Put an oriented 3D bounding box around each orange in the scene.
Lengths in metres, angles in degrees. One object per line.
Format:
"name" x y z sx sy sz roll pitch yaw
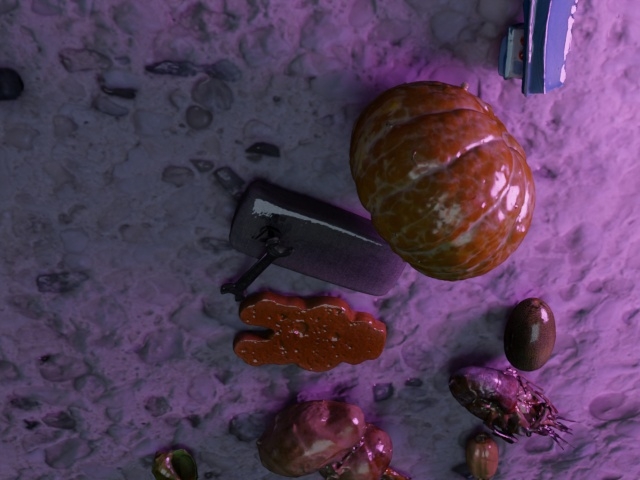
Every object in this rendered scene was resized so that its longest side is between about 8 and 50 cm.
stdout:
"orange" 0.190 -0.098 1.336 0.249 0.329 0.329 -39 117 17

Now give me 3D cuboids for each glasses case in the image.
"glasses case" 0.000 0.000 1.532 0.323 0.074 0.131 19 118 -15

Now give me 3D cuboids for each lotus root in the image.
"lotus root" 0.353 0.470 1.864 0.073 0.062 0.150 6 124 20

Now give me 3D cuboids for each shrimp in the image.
"shrimp" 0.414 0.342 1.756 0.343 0.116 0.145 28 131 -20
"shrimp" 0.149 0.544 1.919 0.127 0.025 0.091 15 121 -8

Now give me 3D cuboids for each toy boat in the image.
"toy boat" 0.334 -0.348 1.329 0.098 0.109 0.238 21 123 37

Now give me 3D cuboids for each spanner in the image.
"spanner" -0.117 0.055 1.527 0.054 0.015 0.254 23 147 -17

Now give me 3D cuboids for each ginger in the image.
"ginger" 0.033 0.445 1.771 0.244 0.155 0.304 -40 116 18

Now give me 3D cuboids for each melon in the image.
"melon" 0.408 0.182 1.662 0.099 0.099 0.162 0 120 -4

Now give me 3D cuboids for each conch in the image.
"conch" -0.308 0.488 1.825 0.121 0.074 0.089 38 101 17

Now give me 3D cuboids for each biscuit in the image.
"biscuit" -0.019 0.181 1.667 0.295 0.044 0.186 9 125 -8
